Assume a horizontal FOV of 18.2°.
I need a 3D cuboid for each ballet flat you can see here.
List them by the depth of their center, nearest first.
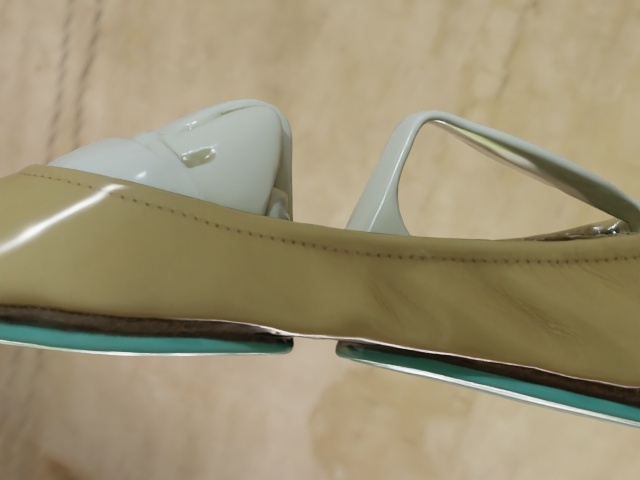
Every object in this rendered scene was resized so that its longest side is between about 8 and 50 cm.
[{"bbox_3d":[0.000,0.000,0.501,0.080,0.232,0.073,-173,92,-70],"label":"ballet flat"}]
